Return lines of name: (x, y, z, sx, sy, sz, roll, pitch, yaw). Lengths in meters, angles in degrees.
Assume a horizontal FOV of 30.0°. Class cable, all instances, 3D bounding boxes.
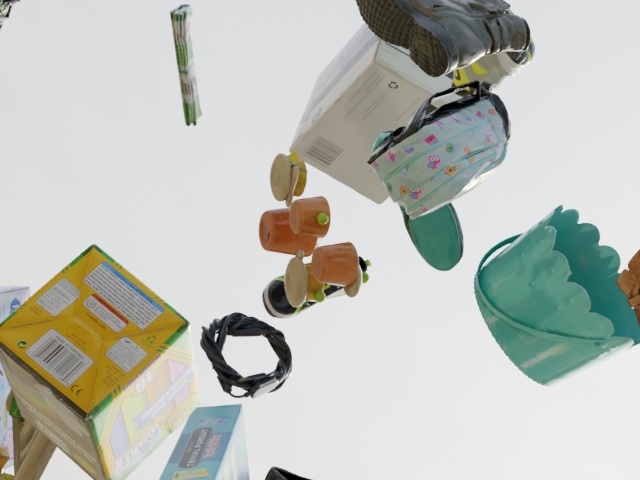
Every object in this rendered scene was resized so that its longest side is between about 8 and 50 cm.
cable: (-0.120, 0.183, 1.946, 0.150, 0.184, 0.047, 49, -56, 14)

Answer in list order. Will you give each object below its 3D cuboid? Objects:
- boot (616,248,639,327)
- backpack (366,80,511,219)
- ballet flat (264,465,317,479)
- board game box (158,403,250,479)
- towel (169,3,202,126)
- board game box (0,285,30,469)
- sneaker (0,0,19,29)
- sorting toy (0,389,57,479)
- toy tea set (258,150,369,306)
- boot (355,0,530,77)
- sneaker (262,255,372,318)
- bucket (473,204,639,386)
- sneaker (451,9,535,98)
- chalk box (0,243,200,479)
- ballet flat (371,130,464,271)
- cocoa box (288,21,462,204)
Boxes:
boot: (0.491, 0.059, 1.624, 0.197, 0.073, 0.152, -54, -128, 38)
backpack: (0.144, -0.102, 1.426, 0.115, 0.182, 0.152, 52, -53, 7)
ballet flat: (-0.005, 0.398, 1.903, 0.057, 0.173, 0.049, -99, -158, -63)
board game box: (-0.151, 0.397, 1.618, 0.336, 0.079, 0.254, -72, 157, -79)
towel: (-0.172, -0.233, 1.581, 0.113, 0.023, 0.152, -87, 171, -75)
board game box: (-0.617, 0.253, 2.040, 0.065, 0.318, 0.319, 1, -85, 28)
sneaker: (-0.407, -0.295, 1.425, 0.134, 0.146, 0.344, 168, -79, -73)
sorting toy: (-0.407, 0.241, 1.663, 0.041, 0.307, 0.229, 24, 12, -26)
toy tea set: (0.000, 0.000, 2.076, 0.336, 0.124, 0.200, -117, -144, -45)
boot: (0.165, -0.317, 1.655, 0.246, 0.161, 0.083, 50, -33, 33)
sneaker: (-0.006, 0.074, 2.267, 0.084, 0.234, 0.097, 61, -35, 11)
bucket: (0.399, 0.097, 2.001, 0.183, 0.281, 0.281, -37, -94, 26)
sneaker: (0.201, -0.404, 1.999, 0.147, 0.145, 0.385, -43, -124, 28)
chalk box: (-0.204, 0.134, 1.134, 0.132, 0.132, 0.213, 36, -27, 19)
ballet flat: (0.154, -0.069, 1.856, 0.247, 0.083, 0.087, 60, 12, -22)
cocoa box: (0.137, -0.280, 2.330, 0.231, 0.228, 0.347, 29, -37, -15)
